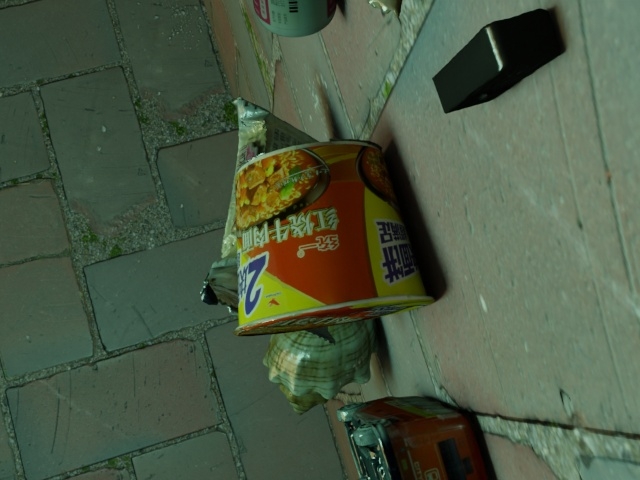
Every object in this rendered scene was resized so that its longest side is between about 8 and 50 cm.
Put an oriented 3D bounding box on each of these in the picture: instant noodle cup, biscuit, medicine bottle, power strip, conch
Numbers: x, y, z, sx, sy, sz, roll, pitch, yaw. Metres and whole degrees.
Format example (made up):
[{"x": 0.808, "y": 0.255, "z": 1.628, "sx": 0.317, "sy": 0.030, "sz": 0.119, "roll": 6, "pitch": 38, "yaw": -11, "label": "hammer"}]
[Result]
[{"x": 0.000, "y": 0.000, "z": 0.770, "sx": 0.213, "sy": 0.213, "sz": 0.174, "roll": 112, "pitch": 149, "yaw": -78, "label": "instant noodle cup"}, {"x": -0.052, "y": -0.034, "z": 0.931, "sx": 0.079, "sy": 0.186, "sz": 0.309, "roll": -28, "pitch": 48, "yaw": 44, "label": "biscuit"}, {"x": -0.030, "y": -0.308, "z": 0.711, "sx": 0.216, "sy": 0.091, "sz": 0.090, "roll": 87, "pitch": 165, "yaw": -56, "label": "medicine bottle"}, {"x": 0.098, "y": -0.100, "z": 0.426, "sx": 0.111, "sy": 0.038, "sz": 0.029, "roll": 161, "pitch": 92, "yaw": -84, "label": "power strip"}, {"x": 0.012, "y": 0.112, "z": 1.110, "sx": 0.203, "sy": 0.170, "sz": 0.386, "roll": 38, "pitch": 114, "yaw": 39, "label": "conch"}]

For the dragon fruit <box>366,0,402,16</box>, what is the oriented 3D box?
[{"x": 0.007, "y": -0.309, "z": 0.456, "sx": 0.282, "sy": 0.100, "sz": 0.343, "roll": -121, "pitch": 15, "yaw": -46, "label": "dragon fruit"}]

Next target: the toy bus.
[{"x": 0.096, "y": 0.238, "z": 0.826, "sx": 0.265, "sy": 0.120, "sz": 0.121, "roll": 134, "pitch": 120, "yaw": -81, "label": "toy bus"}]
